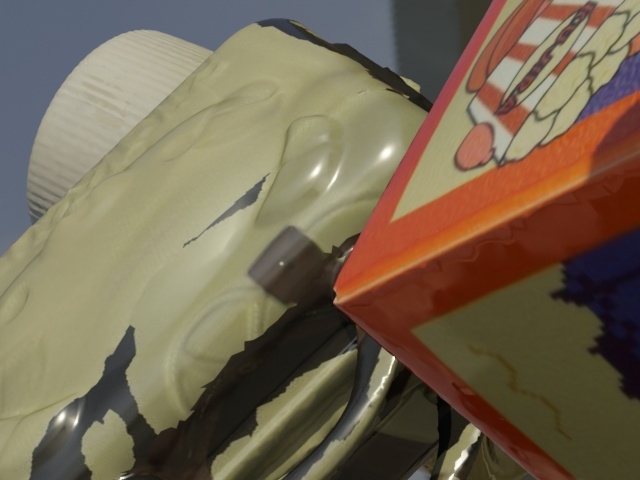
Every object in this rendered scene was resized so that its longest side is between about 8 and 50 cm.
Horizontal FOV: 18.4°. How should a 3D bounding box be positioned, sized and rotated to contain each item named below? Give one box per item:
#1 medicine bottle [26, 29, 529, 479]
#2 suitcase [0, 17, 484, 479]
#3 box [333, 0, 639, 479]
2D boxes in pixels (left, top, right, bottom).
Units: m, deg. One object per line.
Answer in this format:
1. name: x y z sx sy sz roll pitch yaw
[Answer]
1. medicine bottle: 0.000 0.000 1.353 0.224 0.384 0.224 -38 -39 -40
2. suitcase: -0.048 0.056 1.030 0.351 0.339 0.194 -45 -60 -1
3. box: 0.249 -0.042 0.608 0.257 0.318 0.348 -26 26 51
